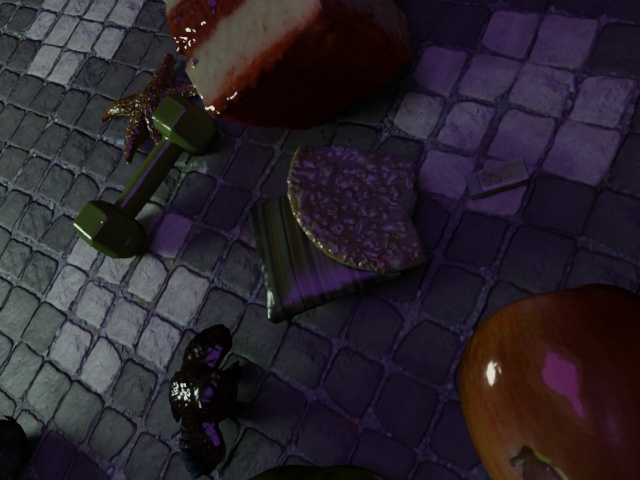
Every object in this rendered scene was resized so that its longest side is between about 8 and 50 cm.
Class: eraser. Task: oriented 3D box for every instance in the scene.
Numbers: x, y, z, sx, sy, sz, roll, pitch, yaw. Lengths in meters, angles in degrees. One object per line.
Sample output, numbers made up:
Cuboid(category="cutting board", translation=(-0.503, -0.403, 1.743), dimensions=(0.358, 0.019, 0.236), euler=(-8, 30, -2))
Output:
Cuboid(category="eraser", translation=(0.249, -0.087, 0.817), dimensions=(0.083, 0.019, 0.038), euler=(-17, 66, 17))

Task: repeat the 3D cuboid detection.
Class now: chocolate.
Cuboid(category="chocolate", translation=(-0.576, 0.404, 0.940), dimensions=(0.110, 0.110, 0.248), euler=(31, 86, 29))

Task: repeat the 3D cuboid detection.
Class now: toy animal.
Cuboid(category="toy animal", translation=(-0.169, 0.215, 0.796), dimensions=(0.116, 0.179, 0.218), euler=(5, 72, -1))

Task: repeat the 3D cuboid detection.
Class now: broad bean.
Cuboid(category="broad bean", translation=(-0.011, 0.331, 0.747), dimensions=(0.339, 0.061, 0.077), euler=(-8, 79, 21))

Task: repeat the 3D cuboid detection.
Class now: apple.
Cuboid(category="apple", translation=(0.267, 0.173, 0.588), dimensions=(0.242, 0.242, 0.241), euler=(-26, 69, 13))

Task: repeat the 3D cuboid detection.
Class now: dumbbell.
Cuboid(category="dumbbell", translation=(-0.300, -0.109, 1.011), dimensions=(0.302, 0.121, 0.108), euler=(-56, 32, -4))

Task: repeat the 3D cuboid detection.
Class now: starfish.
Cuboid(category="starfish", translation=(-0.334, -0.255, 1.121), dimensions=(0.240, 0.043, 0.227), euler=(-6, 68, 24))

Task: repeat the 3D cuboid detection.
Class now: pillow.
Cuboid(category="pillow", translation=(0.000, 0.000, 0.871), dimensions=(0.212, 0.052, 0.208), euler=(-22, 59, 13))

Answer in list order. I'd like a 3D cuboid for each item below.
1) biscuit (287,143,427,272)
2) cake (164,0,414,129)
Cuboid(category="biscuit", translation=(0.058, -0.057, 0.829), dimensions=(0.188, 0.040, 0.265), euler=(-34, 64, -11))
Cuboid(category="cake", translation=(-0.054, -0.351, 0.872), dimensions=(0.269, 0.270, 0.319), euler=(-29, 72, 35))
